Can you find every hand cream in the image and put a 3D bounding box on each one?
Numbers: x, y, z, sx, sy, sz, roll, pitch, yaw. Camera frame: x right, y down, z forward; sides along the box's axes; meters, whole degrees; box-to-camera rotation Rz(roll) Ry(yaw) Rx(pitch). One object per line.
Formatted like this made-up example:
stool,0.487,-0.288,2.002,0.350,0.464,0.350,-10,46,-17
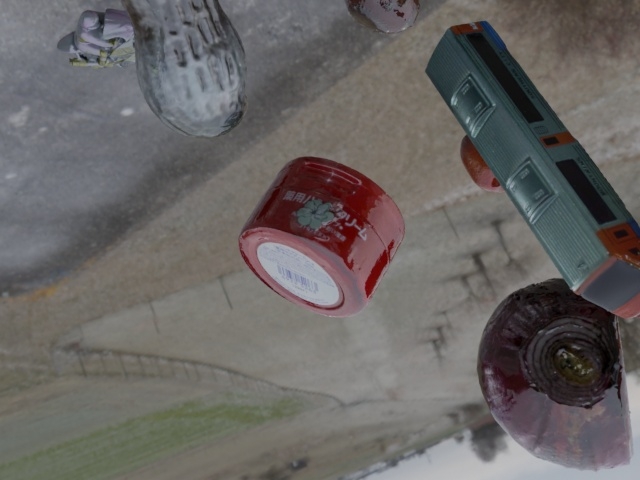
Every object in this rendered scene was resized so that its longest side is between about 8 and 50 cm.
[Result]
hand cream,0.000,0.000,1.170,0.149,0.230,0.230,-59,179,-26

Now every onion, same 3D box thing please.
onion,0.407,0.234,1.374,0.260,0.337,0.282,-6,172,15

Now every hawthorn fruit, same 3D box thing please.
hawthorn fruit,0.331,-0.156,1.461,0.132,0.138,0.133,-16,148,-10

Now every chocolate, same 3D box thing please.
chocolate,-0.132,-0.202,0.703,0.110,0.110,0.248,-22,119,-8

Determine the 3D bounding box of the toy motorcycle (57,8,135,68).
toy motorcycle,-0.381,-0.362,1.393,0.225,0.073,0.152,-5,165,33

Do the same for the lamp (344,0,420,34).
lamp,0.125,-0.479,1.517,0.135,0.156,0.157,-58,169,-5

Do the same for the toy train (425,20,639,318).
toy train,0.257,-0.087,0.927,0.089,0.409,0.086,-13,152,-27
